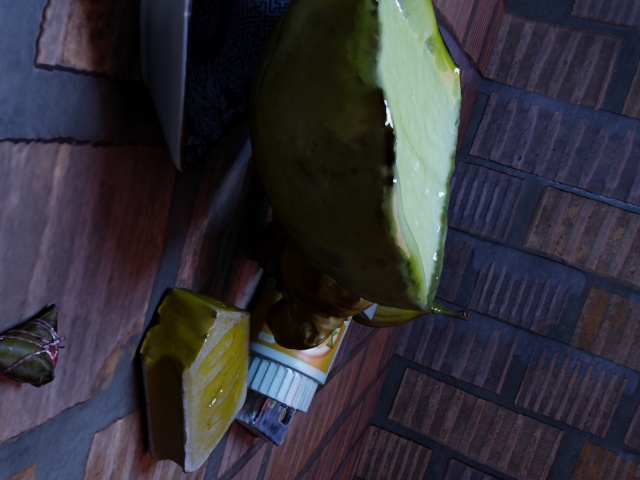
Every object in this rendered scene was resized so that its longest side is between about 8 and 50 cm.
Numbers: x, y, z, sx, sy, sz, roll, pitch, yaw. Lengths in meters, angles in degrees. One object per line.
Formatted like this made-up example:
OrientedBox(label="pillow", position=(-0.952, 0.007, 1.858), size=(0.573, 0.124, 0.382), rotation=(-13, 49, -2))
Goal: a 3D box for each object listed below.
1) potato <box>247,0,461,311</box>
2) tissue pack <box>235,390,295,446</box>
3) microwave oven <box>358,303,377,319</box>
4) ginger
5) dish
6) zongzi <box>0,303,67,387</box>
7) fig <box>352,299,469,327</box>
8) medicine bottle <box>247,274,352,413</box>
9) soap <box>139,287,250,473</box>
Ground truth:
OrientedBox(label="potato", position=(0.009, -0.126, 0.654), size=(0.280, 0.213, 0.330), rotation=(62, 33, -47))
OrientedBox(label="tissue pack", position=(-0.089, 0.288, 1.253), size=(0.173, 0.073, 0.235), rotation=(-63, 162, -21))
OrientedBox(label="microwave oven", position=(0.087, 0.052, 1.470), size=(0.162, 0.123, 0.208), rotation=(56, 56, -71))
OrientedBox(label="ginger", position=(0.001, -0.010, 0.926), size=(0.357, 0.153, 0.274), rotation=(-100, -156, -44))
OrientedBox(label="dish", position=(-0.097, -0.204, 0.625), size=(0.243, 0.080, 0.181), rotation=(-57, 165, -47))
OrientedBox(label="zongzi", position=(-0.246, 0.087, 0.567), size=(0.083, 0.067, 0.073), rotation=(120, -17, -72))
OrientedBox(label="fig", position=(0.212, 0.146, 1.634), size=(0.217, 0.321, 0.217), rotation=(-52, 156, -35))
OrientedBox(label="medicine bottle", position=(-0.027, 0.116, 1.100), size=(0.158, 0.158, 0.318), rotation=(65, 46, -68))
OrientedBox(label="soap", position=(-0.159, 0.166, 0.863), size=(0.160, 0.080, 0.257), rotation=(-53, 157, -48))
